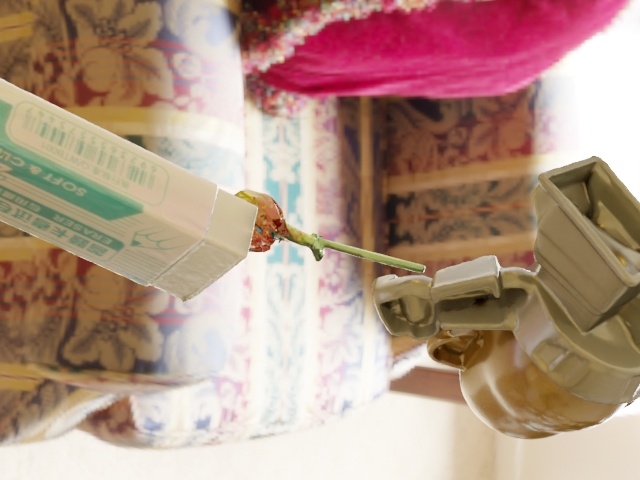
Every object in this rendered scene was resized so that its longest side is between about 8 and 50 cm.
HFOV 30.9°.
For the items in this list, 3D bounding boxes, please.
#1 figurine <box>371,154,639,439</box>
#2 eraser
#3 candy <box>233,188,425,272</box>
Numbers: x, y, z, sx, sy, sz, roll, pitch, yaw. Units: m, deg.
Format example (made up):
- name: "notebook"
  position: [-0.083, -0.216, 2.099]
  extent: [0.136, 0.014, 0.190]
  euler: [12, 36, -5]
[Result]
- name: "figurine"
  position: [0.224, 0.077, 1.023]
  extent: [0.167, 0.342, 0.285]
  euler: [-54, 174, -45]
- name: "eraser"
  position: [-0.163, -0.035, 0.798]
  extent: [0.225, 0.095, 0.052]
  euler: [26, 54, -23]
- name: "candy"
  position: [0.000, 0.000, 1.076]
  extent: [0.060, 0.201, 0.060]
  euler: [16, 90, -82]
